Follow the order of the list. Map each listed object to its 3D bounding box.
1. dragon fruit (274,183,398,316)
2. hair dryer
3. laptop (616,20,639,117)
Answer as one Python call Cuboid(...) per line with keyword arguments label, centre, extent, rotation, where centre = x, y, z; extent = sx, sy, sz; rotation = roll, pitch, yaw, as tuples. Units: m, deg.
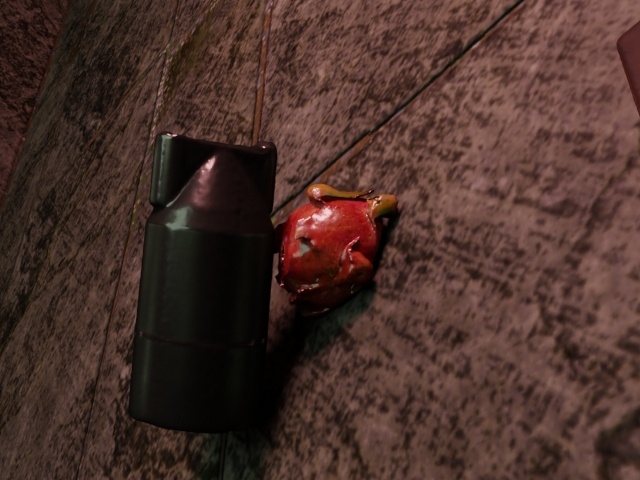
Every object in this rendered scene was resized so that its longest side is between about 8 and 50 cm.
Cuboid(label="dragon fruit", centre=(-0.003, 0.004, 0.731), extent=(0.126, 0.068, 0.112), rotation=(-14, 55, 57))
Cuboid(label="hair dryer", centre=(-0.120, 0.025, 0.827), extent=(0.302, 0.116, 0.244), rotation=(-166, 82, -74))
Cuboid(label="laptop", centre=(0.255, -0.121, 0.445), extent=(0.207, 0.026, 0.154), rotation=(-40, 37, 39))
